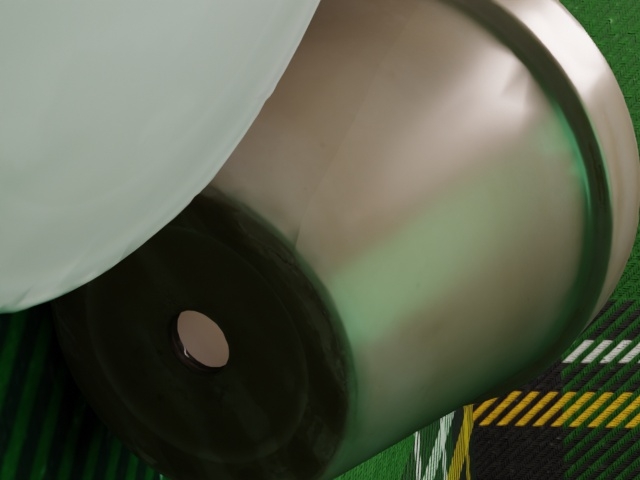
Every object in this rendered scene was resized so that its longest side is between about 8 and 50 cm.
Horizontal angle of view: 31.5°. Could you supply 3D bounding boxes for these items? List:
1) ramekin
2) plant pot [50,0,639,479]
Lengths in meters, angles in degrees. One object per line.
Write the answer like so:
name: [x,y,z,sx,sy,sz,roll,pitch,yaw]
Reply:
ramekin: [-0.100,-0.122,0.381,0.273,0.127,0.273,-51,161,-25]
plant pot: [0.000,0.000,0.685,0.280,0.323,0.323,-38,127,-53]
